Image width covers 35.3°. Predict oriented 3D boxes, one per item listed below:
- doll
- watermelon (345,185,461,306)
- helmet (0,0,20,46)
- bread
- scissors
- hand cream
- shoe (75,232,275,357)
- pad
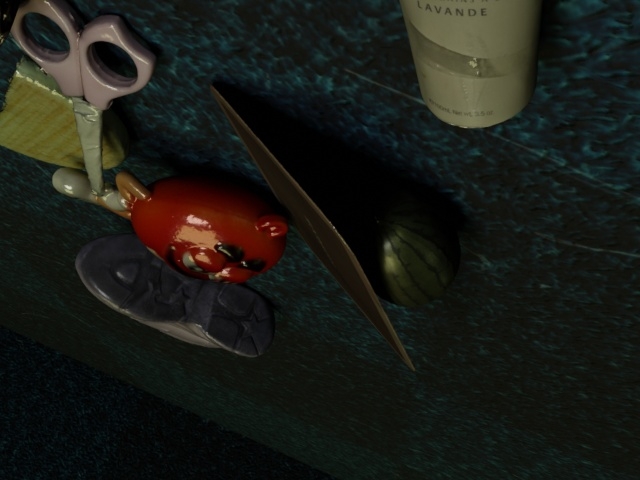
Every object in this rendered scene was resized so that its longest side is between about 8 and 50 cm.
[{"bbox_3d":[-0.110,-0.010,0.876,0.217,0.085,0.183,12,167,34],"label":"doll"},{"bbox_3d":[0.057,0.003,0.706,0.078,0.078,0.111,16,158,26],"label":"watermelon"},{"bbox_3d":[-0.226,-0.168,0.611,0.098,0.070,0.123,23,156,-13],"label":"helmet"},{"bbox_3d":[-0.212,-0.100,0.849,0.112,0.036,0.193,24,162,-17],"label":"bread"},{"bbox_3d":[-0.170,-0.098,0.744,0.110,0.021,0.212,21,148,6],"label":"scissors"},{"bbox_3d":[0.061,-0.114,0.423,0.087,0.054,0.186,13,152,21],"label":"hand cream"},{"bbox_3d":[-0.179,0.064,1.165,0.245,0.095,0.137,28,161,-28],"label":"shoe"},{"bbox_3d":[0.000,0.000,0.751,0.176,0.002,0.266,50,175,30],"label":"pad"}]
